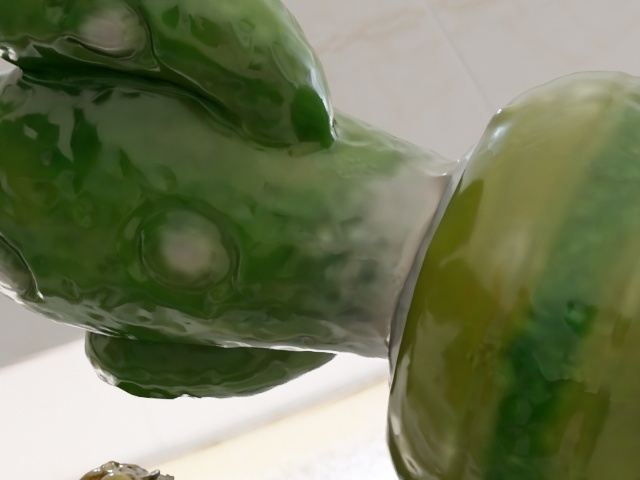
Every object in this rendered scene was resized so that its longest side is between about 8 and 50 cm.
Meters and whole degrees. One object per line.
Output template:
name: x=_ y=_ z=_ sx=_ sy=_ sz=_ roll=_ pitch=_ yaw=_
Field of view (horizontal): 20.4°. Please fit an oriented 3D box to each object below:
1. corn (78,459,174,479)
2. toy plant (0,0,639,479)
corn: x=-0.157 y=0.246 z=0.909 sx=0.102 sy=0.102 sz=0.313 roll=19 pitch=-80 yaw=-36
toy plant: x=0.000 y=0.000 z=0.683 sx=0.316 sy=0.184 sz=0.224 roll=20 pitch=-44 yaw=15
